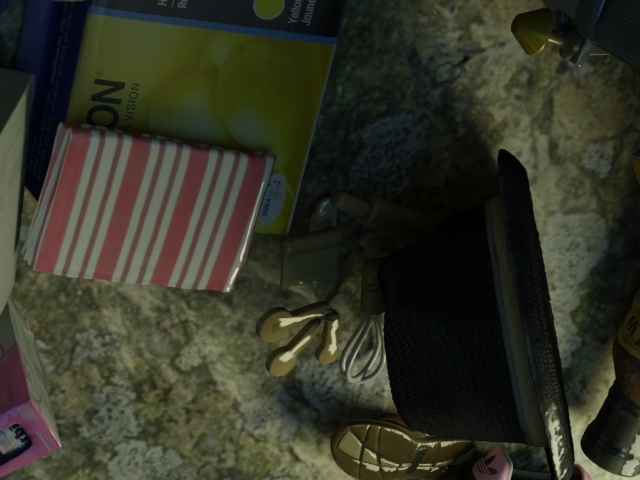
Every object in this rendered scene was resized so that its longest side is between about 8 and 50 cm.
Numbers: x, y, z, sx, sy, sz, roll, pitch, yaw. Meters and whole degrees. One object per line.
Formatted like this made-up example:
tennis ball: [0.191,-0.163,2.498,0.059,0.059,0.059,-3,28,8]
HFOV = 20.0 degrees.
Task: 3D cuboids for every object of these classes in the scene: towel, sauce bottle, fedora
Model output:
towel: [-0.146,-0.028,1.556,0.197,0.029,0.144,7,121,-24]
sauce bottle: [0.360,0.080,1.796,0.111,0.111,0.344,13,113,-23]
fedora: [0.134,0.084,1.636,0.152,0.334,0.334,-10,123,7]

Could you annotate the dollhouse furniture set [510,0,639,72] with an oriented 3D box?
dollhouse furniture set: [0.250,-0.265,1.459,0.198,0.286,0.303,20,105,-21]

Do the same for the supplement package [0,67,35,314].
supplement package: [-0.328,-0.020,1.459,0.149,0.194,0.203,11,117,0]

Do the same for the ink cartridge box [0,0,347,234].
ink cartridge box: [-0.142,-0.159,1.530,0.307,0.072,0.304,3,119,-21]

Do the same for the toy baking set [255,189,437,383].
toy baking set: [0.039,0.049,1.712,0.256,0.030,0.197,13,115,-43]

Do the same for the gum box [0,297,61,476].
gum box: [-0.297,0.135,1.581,0.107,0.188,0.062,-27,124,-1]

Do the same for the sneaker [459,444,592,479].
sneaker: [0.278,0.305,1.903,0.319,0.112,0.131,17,116,-26]

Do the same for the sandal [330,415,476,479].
sandal: [0.078,0.203,1.825,0.180,0.049,0.072,9,123,-38]

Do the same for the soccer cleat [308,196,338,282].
soccer cleat: [0.000,0.000,1.684,0.029,0.035,0.083,10,116,-22]

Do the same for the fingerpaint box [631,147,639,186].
fingerpaint box: [0.528,-0.046,1.650,0.445,0.163,0.371,-39,126,-21]
